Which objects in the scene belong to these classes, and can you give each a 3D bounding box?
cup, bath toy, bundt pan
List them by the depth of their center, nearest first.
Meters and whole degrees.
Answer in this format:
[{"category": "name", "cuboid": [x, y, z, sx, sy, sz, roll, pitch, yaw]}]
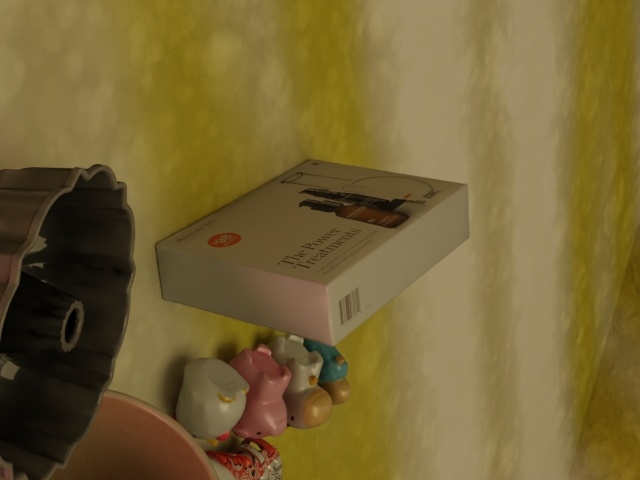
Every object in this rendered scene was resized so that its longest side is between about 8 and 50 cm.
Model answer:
[{"category": "bundt pan", "cuboid": [-0.304, 0.075, 1.093, 0.331, 0.124, 0.331, 10, 90, -80]}, {"category": "cup", "cuboid": [-0.286, 0.364, 1.230, 0.331, 0.331, 0.237, -52, 172, -35]}, {"category": "bath toy", "cuboid": [-0.090, 0.234, 1.632, 0.129, 0.151, 0.348, -51, 156, 25]}]

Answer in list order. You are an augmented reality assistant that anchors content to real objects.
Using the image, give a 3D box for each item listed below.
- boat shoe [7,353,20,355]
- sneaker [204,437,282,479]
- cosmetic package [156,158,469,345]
[{"category": "boat shoe", "cuboid": [-0.386, 0.176, 1.204, 0.178, 0.064, 0.060, -48, 135, -42]}, {"category": "sneaker", "cuboid": [-0.139, 0.337, 1.614, 0.145, 0.090, 0.270, -59, 146, -29]}, {"category": "cosmetic package", "cuboid": [0.000, 0.000, 1.540, 0.377, 0.284, 0.097, -34, 125, -48]}]
